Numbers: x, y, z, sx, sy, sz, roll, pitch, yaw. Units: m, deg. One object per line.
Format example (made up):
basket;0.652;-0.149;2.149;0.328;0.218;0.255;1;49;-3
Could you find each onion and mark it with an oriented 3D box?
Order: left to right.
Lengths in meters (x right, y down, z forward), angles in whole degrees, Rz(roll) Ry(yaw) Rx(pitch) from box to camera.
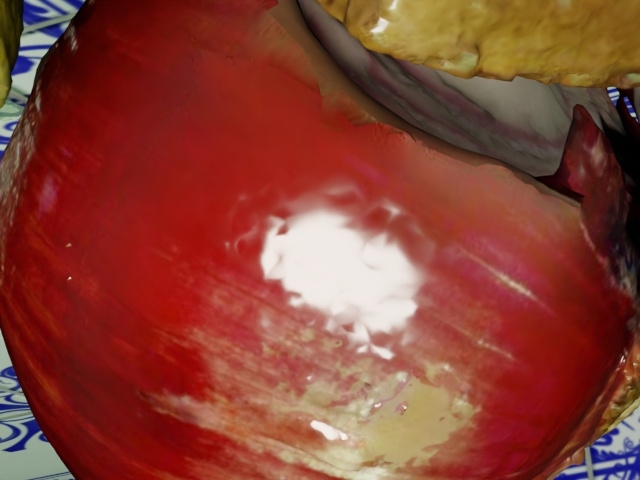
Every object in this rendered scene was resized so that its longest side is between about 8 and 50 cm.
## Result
onion;0.008;0.003;0.904;0.341;0.341;0.341;-6;164;-2

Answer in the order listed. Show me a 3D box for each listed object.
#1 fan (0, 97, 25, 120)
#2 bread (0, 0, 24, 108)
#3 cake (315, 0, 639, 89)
fan;-0.310;-0.100;1.346;0.240;0.009;0.131;9;158;-43
bread;-0.267;-0.232;0.842;0.233;0.245;0.361;-5;134;0
cake;0.099;-0.220;0.731;0.199;0.196;0.293;3;128;-33
